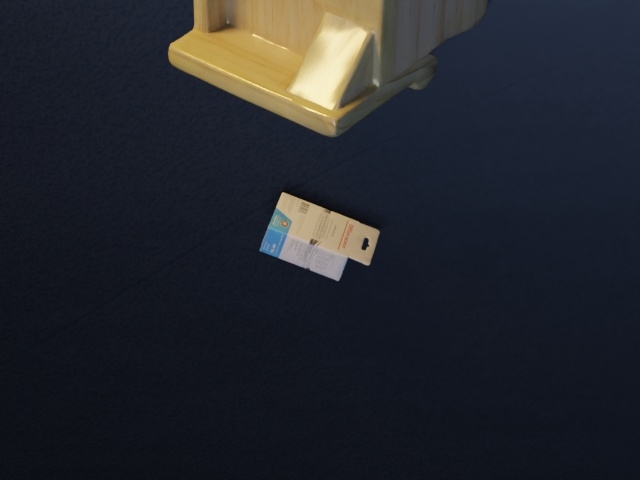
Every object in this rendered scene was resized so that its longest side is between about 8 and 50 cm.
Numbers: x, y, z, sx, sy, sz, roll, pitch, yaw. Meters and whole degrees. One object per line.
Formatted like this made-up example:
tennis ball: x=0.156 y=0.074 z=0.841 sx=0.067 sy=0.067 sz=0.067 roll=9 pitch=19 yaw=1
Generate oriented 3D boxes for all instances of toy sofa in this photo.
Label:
toy sofa: x=0.007 y=-0.266 z=1.012 sx=0.150 sy=0.177 sz=0.362 roll=25 pitch=134 yaw=28

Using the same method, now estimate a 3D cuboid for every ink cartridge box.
ink cartridge box: x=0.000 y=0.000 z=1.263 sx=0.083 sy=0.048 sz=0.028 roll=21 pitch=130 yaw=-1
